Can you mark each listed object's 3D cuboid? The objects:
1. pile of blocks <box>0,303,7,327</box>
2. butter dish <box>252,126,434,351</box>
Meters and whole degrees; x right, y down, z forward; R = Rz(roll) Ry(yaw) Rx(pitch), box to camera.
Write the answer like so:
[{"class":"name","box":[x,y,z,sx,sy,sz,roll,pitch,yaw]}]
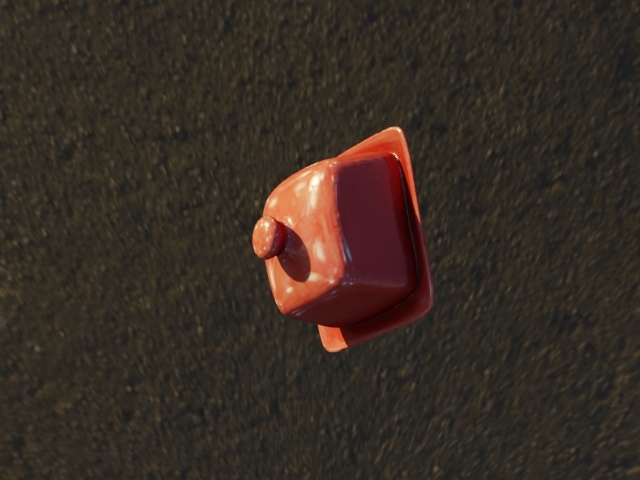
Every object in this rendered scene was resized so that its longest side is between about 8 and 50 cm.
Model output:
[{"class":"pile of blocks","box":[-0.503,0.062,1.530,0.112,0.362,0.149,-34,79,10]},{"class":"butter dish","box":[0.000,0.000,1.080,0.118,0.160,0.160,3,71,-35]}]
